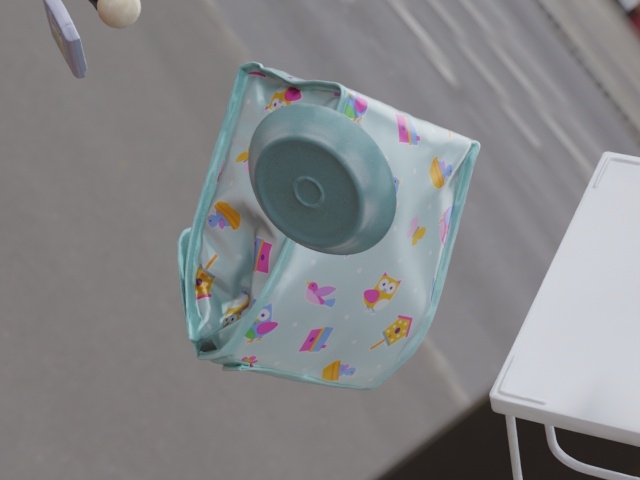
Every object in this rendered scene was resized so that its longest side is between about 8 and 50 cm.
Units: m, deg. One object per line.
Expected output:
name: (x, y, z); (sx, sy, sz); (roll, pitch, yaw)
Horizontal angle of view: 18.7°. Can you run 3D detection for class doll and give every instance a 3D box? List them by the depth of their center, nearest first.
doll: (-0.208, -0.245, 1.700); (0.189, 0.046, 0.129); (56, -5, 40)

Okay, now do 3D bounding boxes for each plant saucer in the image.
plant saucer: (-0.004, -0.038, 1.361); (0.119, 0.119, 0.021); (49, 42, -3)

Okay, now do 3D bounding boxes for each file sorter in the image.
file sorter: (0.279, 0.098, 1.550); (0.173, 0.193, 0.277); (78, 32, -44)

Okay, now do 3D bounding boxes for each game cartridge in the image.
game cartridge: (-0.243, -0.198, 1.840); (0.056, 0.017, 0.083); (86, -21, -44)

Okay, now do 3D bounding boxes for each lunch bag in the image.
lunch bag: (0.000, 0.000, 1.724); (0.160, 0.262, 0.223); (18, 1, 42)
